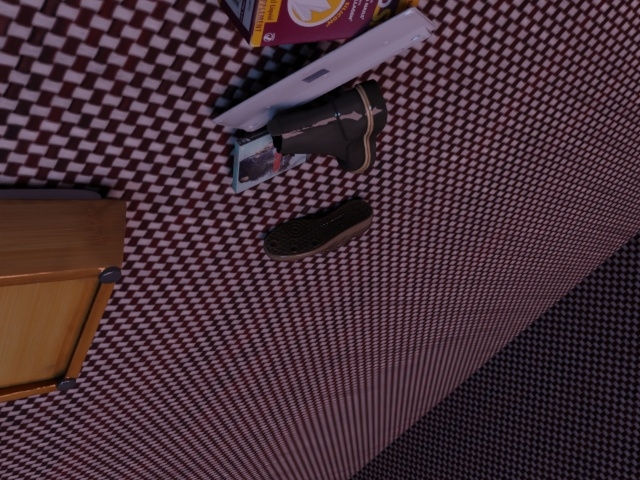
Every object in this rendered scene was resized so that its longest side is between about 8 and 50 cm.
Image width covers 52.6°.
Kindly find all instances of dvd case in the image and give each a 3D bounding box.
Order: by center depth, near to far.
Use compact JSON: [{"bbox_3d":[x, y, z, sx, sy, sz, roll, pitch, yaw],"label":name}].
[{"bbox_3d":[-0.058,-0.114,0.821,0.119,0.013,0.087,-30,153,-29],"label":"dvd case"}]

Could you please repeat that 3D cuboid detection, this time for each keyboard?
[{"bbox_3d":[-0.001,-0.178,0.701,0.256,0.014,0.072,-23,166,26],"label":"keyboard"}]

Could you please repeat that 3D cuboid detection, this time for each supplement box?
[{"bbox_3d":[0.008,-0.257,0.621,0.188,0.080,0.104,-15,146,-29],"label":"supplement box"}]

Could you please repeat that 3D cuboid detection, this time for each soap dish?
[{"bbox_3d":[-0.359,0.076,0.733,0.229,0.118,0.291,-4,139,-40],"label":"soap dish"}]

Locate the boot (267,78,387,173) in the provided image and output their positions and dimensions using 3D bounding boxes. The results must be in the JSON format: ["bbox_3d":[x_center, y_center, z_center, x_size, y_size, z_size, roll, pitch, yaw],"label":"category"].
[{"bbox_3d":[-0.001,-0.126,0.812,0.137,0.076,0.198,-19,162,-8],"label":"boot"}]

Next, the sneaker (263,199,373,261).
[{"bbox_3d":[0.000,0.000,1.014,0.188,0.066,0.071,-21,149,-19],"label":"sneaker"}]
